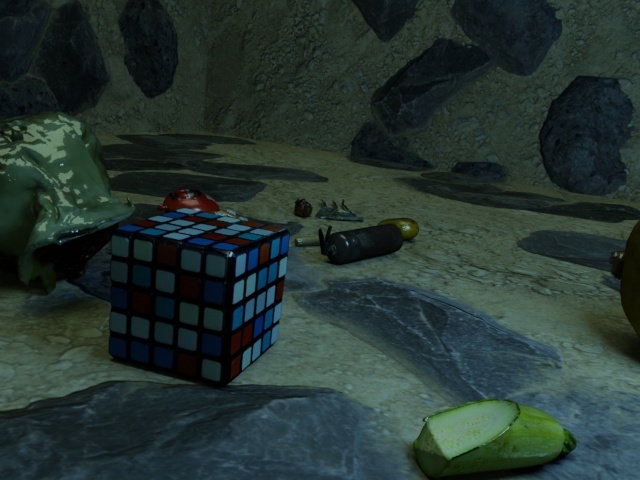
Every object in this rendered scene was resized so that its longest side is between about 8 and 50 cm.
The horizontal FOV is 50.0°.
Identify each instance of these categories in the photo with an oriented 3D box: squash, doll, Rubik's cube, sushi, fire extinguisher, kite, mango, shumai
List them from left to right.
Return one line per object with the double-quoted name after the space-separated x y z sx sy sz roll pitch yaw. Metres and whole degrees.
-0.434 -0.078 1.154 0.289 0.292 0.330 1 44 39 "shumai"
-0.303 -0.083 1.722 0.217 0.085 0.183 10 12 -26 "doll"
-0.164 0.068 0.942 0.184 0.182 0.187 11 15 16 "Rubik's cube"
-0.049 -0.095 1.947 0.050 0.047 0.099 3 15 -25 "sushi"
0.048 -0.091 2.038 0.141 0.015 0.245 6 17 -6 "kite"
0.083 0.000 1.522 0.072 0.089 0.268 19 19 38 "fire extinguisher"
0.200 -0.032 1.785 0.114 0.057 0.079 3 15 27 "mango"
0.205 0.209 0.747 0.200 0.075 0.090 2 -12 -22 "squash"

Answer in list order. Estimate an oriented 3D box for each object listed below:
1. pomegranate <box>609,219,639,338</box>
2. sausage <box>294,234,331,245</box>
0.616 0.063 1.071 0.308 0.307 0.307 6 14 -1 "pomegranate"
0.000 0.000 1.627 0.132 0.024 0.024 -4 17 -31 "sausage"
